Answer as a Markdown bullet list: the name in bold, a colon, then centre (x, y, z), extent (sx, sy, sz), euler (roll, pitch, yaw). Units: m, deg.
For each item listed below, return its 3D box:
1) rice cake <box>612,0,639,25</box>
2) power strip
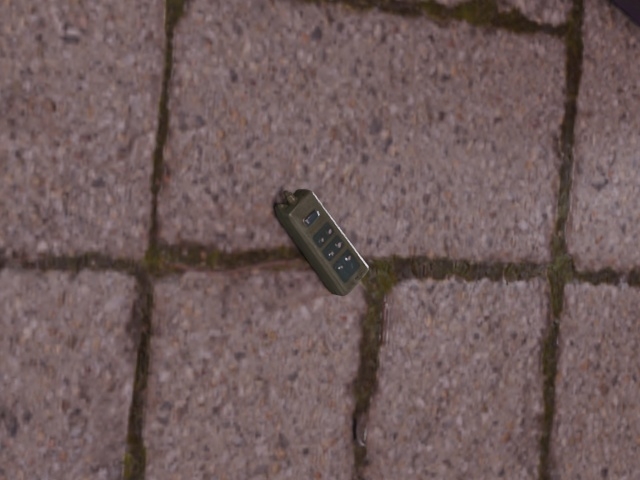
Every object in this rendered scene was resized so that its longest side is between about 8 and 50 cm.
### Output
- **rice cake**: centre (0.217, -0.200, 1.231), extent (0.399, 0.070, 0.064), euler (33, 73, -33)
- **power strip**: centre (0.000, 0.000, 1.120), extent (0.027, 0.017, 0.083), euler (-50, 121, -24)
